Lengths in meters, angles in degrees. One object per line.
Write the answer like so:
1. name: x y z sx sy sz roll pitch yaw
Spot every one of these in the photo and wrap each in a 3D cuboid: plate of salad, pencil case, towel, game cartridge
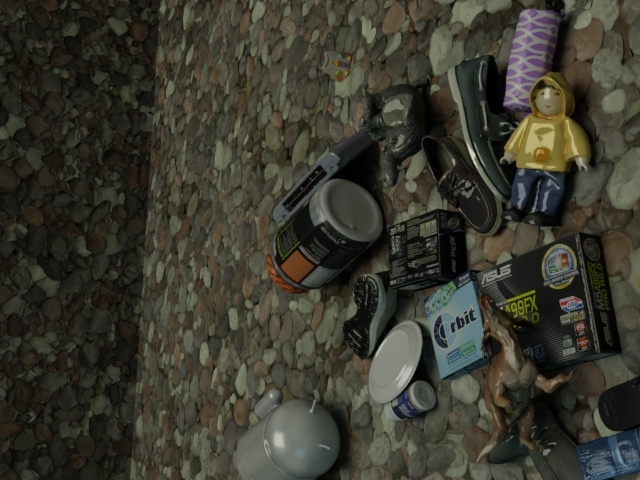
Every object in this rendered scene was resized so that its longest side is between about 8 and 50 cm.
1. plate of salad: 0.175 0.275 1.847 0.200 0.048 0.200 -49 25 33
2. pencil case: 0.411 -0.349 1.593 0.086 0.088 0.206 13 92 20
3. towel: 0.477 0.349 1.328 0.119 0.029 0.067 -26 53 29
4. game cartridge: 0.009 -0.167 2.121 0.060 0.196 0.294 51 131 4

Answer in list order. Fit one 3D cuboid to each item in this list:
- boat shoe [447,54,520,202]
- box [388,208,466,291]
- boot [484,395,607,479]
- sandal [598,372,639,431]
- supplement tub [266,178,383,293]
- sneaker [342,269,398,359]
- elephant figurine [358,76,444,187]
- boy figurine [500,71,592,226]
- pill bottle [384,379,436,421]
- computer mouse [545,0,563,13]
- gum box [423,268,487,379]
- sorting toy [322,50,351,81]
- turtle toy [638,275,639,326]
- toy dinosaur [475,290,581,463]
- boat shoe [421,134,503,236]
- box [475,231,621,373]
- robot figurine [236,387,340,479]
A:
1. boat shoe: 0.347 -0.232 1.647 0.099 0.116 0.319 -25 66 27
2. box: 0.232 0.025 1.802 0.180 0.077 0.147 -23 64 55
3. boot: 0.397 0.408 1.456 0.189 0.076 0.208 -61 43 31
4. sandal: 0.531 0.232 1.282 0.254 0.054 0.097 -51 42 40
5. supplement tub: 0.000 0.000 2.079 0.316 0.193 0.193 -43 48 45
6. sneaker: 0.128 0.179 1.932 0.100 0.108 0.271 46 140 31
7. elephant figurine: 0.195 -0.250 1.863 0.239 0.169 0.186 -122 34 -55
8. boy figurine: 0.422 -0.168 1.516 0.177 0.092 0.285 18 103 38
9. pill bottle: 0.193 0.357 1.794 0.120 0.067 0.067 -43 48 46
10. computer mouse: 0.490 -0.532 1.558 0.193 0.042 0.106 131 142 -50
11. gum box: 0.293 0.176 1.700 0.157 0.041 0.184 -42 49 47
12. sorting toy: 0.039 -0.486 2.249 0.045 0.075 0.083 12 93 59
13. turtle toy: 0.553 0.100 1.268 0.130 0.066 0.095 21 124 56
14. toy dinosaur: 0.330 0.246 1.445 0.200 0.127 0.295 -121 35 -55
15. boat shoe: 0.290 -0.121 1.729 0.103 0.092 0.285 -55 40 36
16. box: 0.408 0.129 1.505 0.270 0.060 0.216 -30 59 53
17. robot figurine: -0.082 0.528 2.074 0.353 0.200 0.300 -46 66 44
